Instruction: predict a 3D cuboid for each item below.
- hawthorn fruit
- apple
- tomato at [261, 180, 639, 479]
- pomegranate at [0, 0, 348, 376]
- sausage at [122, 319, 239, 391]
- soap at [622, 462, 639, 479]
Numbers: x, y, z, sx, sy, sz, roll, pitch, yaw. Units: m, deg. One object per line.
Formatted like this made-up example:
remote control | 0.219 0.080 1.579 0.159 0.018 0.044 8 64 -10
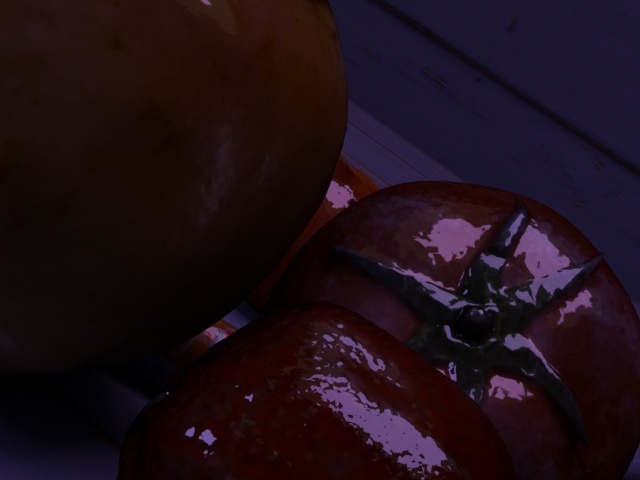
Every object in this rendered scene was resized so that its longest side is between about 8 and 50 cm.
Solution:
hawthorn fruit | 0.011 0.155 0.952 0.249 0.215 0.215 34 12 5
apple | 0.000 0.000 1.677 0.209 0.164 0.209 32 11 -7
tomato | 0.085 0.095 1.178 0.265 0.265 0.265 30 11 -7
pomegranate | -0.187 -0.101 1.152 0.411 0.411 0.411 30 11 -7
sausage | -0.069 0.101 1.304 0.234 0.071 0.071 30 11 -2
soap | 0.236 0.247 1.155 0.109 0.193 0.324 23 -14 -19
